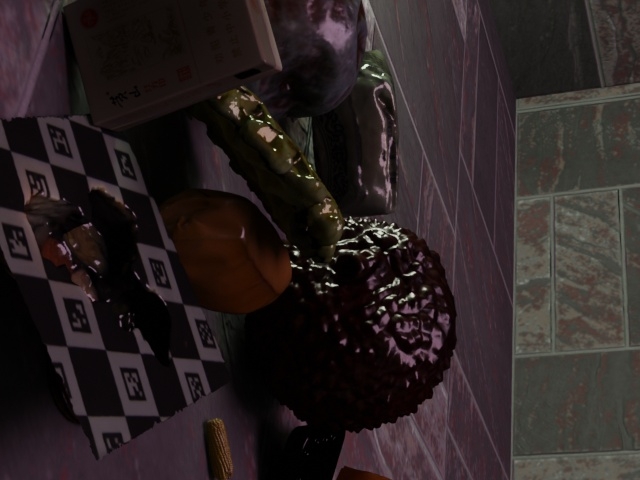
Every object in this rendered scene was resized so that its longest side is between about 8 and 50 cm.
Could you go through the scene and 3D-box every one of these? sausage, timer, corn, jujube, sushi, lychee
[{"bbox_3d":[-0.116,0.018,1.496,0.241,0.136,0.120,48,39,-61],"label":"sausage"},{"bbox_3d":[-0.025,0.328,1.795,0.187,0.055,0.144,18,89,-71],"label":"timer"},{"bbox_3d":[-0.124,0.261,1.572,0.028,0.027,0.083,-73,155,-88],"label":"corn"},{"bbox_3d":[-0.051,-0.293,1.624,0.246,0.215,0.308,64,10,-48],"label":"jujube"},{"bbox_3d":[-0.231,0.038,1.228,0.320,0.069,0.339,65,17,0],"label":"sushi"},{"bbox_3d":[0.039,0.115,1.725,0.330,0.306,0.306,99,0,-51],"label":"lychee"}]

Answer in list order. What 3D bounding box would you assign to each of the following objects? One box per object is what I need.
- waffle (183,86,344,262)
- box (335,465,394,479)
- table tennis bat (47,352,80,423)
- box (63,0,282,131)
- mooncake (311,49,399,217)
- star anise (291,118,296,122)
[{"bbox_3d":[-0.070,-0.099,1.473,0.297,0.073,0.317,52,-5,-1],"label":"waffle"},{"bbox_3d":[0.070,0.503,1.763,0.341,0.144,0.225,77,33,-46],"label":"box"},{"bbox_3d":[-0.222,0.120,1.322,0.220,0.019,0.130,-9,92,-71],"label":"table tennis bat"},{"bbox_3d":[-0.153,-0.209,1.311,0.058,0.201,0.141,8,64,-72],"label":"box"},{"bbox_3d":[0.055,-0.167,2.010,0.254,0.136,0.250,-84,169,-78],"label":"mooncake"},{"bbox_3d":[-0.028,-0.332,1.943,0.257,0.111,0.198,-65,146,-47],"label":"star anise"}]
